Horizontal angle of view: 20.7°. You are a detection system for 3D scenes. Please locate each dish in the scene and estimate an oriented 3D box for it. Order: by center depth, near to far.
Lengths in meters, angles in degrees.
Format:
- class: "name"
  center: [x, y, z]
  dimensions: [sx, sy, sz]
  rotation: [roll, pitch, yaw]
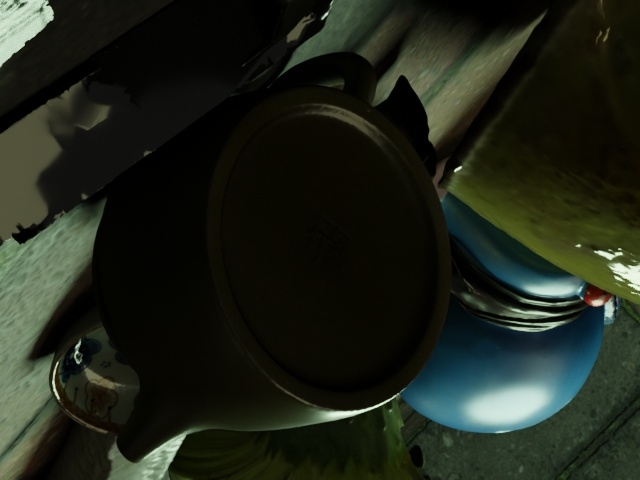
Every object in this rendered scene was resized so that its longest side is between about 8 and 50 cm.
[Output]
- class: "dish"
  center: [-0.111, 0.062, 1.167]
  dimensions: [0.141, 0.078, 0.141]
  rotation: [-5, 141, -4]

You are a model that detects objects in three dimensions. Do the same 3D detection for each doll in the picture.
- class: "doll"
  center: [0.170, 0.048, 1.680]
  dimensions: [0.284, 0.240, 0.310]
  rotation: [-12, 154, -24]

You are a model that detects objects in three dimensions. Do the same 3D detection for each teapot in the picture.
- class: "teapot"
  center: [-0.044, 0.004, 0.993]
  dimensions: [0.175, 0.185, 0.267]
  rotation: [-11, -131, 46]

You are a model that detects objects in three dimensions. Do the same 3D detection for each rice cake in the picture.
- class: "rice cake"
  center: [-0.178, 0.192, 1.374]
  dimensions: [0.070, 0.064, 0.399]
  rotation: [-3, 146, -29]

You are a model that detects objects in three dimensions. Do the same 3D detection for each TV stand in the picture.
- class: "TV stand"
  center: [-0.096, -0.064, 0.847]
  dimensions: [0.256, 0.040, 0.049]
  rotation: [-38, 167, -27]

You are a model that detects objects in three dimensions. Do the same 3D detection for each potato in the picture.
- class: "potato"
  center: [0.315, -0.115, 1.248]
  dimensions: [0.385, 0.319, 0.442]
  rotation: [-54, 179, 19]

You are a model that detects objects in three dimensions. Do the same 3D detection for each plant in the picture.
- class: "plant"
  center: [0.024, 0.170, 1.555]
  dimensions: [0.261, 0.306, 0.297]
  rotation: [40, 66, -51]

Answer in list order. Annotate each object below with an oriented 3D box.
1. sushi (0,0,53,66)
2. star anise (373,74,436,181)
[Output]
- class: "sushi"
  center: [-0.169, -0.079, 0.586]
  dimensions: [0.139, 0.031, 0.201]
  rotation: [-42, 164, -10]
- class: "star anise"
  center: [0.000, -0.001, 1.244]
  dimensions: [0.223, 0.109, 0.236]
  rotation: [-36, 168, -18]
